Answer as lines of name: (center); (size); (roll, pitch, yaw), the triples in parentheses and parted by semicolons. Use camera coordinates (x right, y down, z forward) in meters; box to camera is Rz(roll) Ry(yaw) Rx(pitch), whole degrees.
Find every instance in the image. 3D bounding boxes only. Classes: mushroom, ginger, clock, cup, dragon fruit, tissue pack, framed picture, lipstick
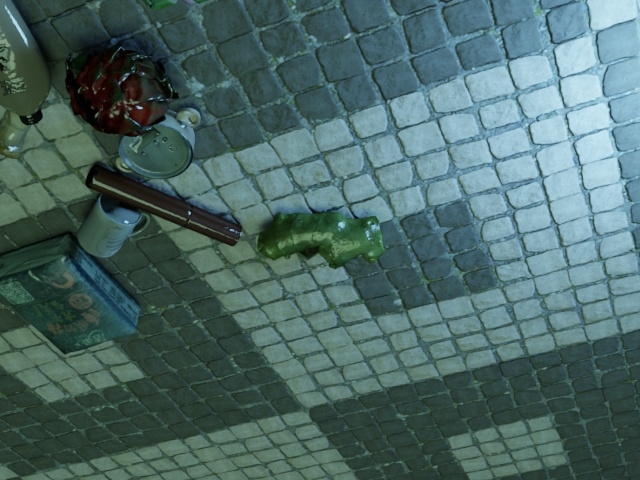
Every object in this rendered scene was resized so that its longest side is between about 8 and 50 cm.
mushroom: (-0.596, -0.243, 1.743); (0.059, 0.054, 0.202); (15, 129, -26)
ginger: (0.005, 0.000, 1.997); (0.290, 0.089, 0.137); (6, 132, -9)
clock: (-0.334, -0.195, 1.795); (0.229, 0.063, 0.156); (-30, 132, 26)
cup: (-0.447, -0.030, 1.942); (0.136, 0.099, 0.133); (24, 131, -24)
dragon fruit: (-0.369, -0.275, 1.630); (0.189, 0.182, 0.182); (-4, 137, 4)
tissue pack: (-0.612, 0.137, 2.117); (0.228, 0.103, 0.315); (-16, 135, 17)
framed picture: (-0.038, 0.010, 2.071); (0.066, 0.006, 0.089); (-33, 129, 30)
lipstick: (-0.338, -0.074, 1.931); (0.357, 0.057, 0.057); (24, 131, -24)

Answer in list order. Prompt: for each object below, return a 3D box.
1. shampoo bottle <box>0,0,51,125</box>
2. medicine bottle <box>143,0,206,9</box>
shampoo bottle: (-0.568, -0.326, 1.614); (0.127, 0.078, 0.256); (-12, 131, -1)
medicine bottle: (-0.170, -0.469, 1.450); (0.274, 0.133, 0.133); (-15, 136, 14)
